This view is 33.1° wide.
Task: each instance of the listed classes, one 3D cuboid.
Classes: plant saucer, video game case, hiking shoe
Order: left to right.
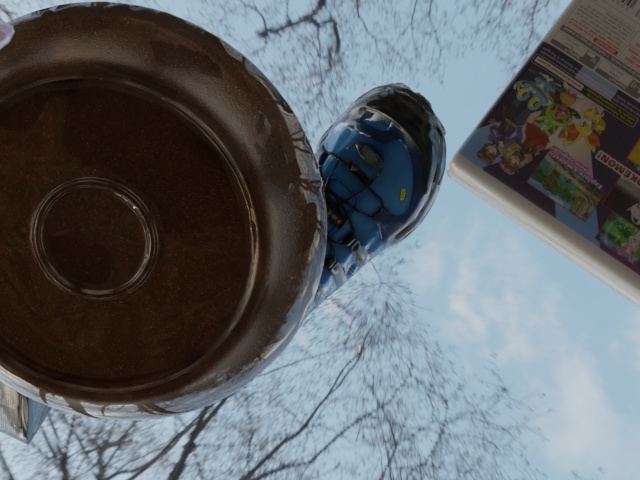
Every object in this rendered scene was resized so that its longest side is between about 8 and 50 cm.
[{"bbox_3d":[-0.152,-0.006,0.751,0.310,0.050,0.311,2,-73,5],"label":"plant saucer"},{"bbox_3d":[0.000,0.000,0.914,0.113,0.132,0.304,40,-52,5],"label":"hiking shoe"},{"bbox_3d":[0.206,-0.051,0.640,0.201,0.023,0.183,36,-111,8],"label":"video game case"}]

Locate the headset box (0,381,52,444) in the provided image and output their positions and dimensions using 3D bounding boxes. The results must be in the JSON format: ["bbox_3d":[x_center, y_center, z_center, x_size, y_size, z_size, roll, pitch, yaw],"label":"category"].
[{"bbox_3d":[-0.397,0.057,1.089,0.293,0.218,0.110,23,-130,4],"label":"headset box"}]

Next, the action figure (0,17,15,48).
[{"bbox_3d":[-0.168,-0.183,0.296,0.275,0.248,0.370,-6,-76,-35],"label":"action figure"}]
